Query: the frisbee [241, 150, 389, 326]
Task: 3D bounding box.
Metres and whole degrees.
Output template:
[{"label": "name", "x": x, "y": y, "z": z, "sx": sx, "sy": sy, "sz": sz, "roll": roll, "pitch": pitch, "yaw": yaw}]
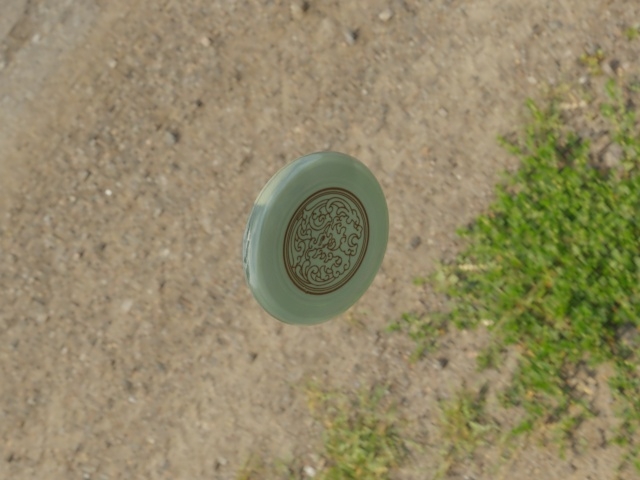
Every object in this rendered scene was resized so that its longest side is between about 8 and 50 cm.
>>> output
[{"label": "frisbee", "x": 0.000, "y": 0.000, "z": 0.712, "sx": 0.014, "sy": 0.110, "sz": 0.110, "roll": 20, "pitch": 78, "yaw": 50}]
